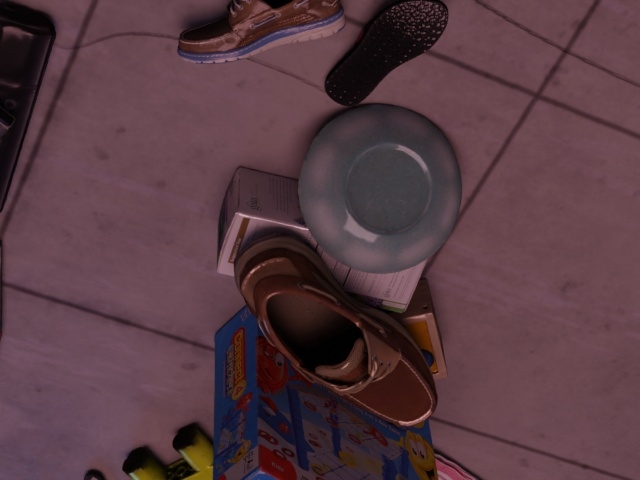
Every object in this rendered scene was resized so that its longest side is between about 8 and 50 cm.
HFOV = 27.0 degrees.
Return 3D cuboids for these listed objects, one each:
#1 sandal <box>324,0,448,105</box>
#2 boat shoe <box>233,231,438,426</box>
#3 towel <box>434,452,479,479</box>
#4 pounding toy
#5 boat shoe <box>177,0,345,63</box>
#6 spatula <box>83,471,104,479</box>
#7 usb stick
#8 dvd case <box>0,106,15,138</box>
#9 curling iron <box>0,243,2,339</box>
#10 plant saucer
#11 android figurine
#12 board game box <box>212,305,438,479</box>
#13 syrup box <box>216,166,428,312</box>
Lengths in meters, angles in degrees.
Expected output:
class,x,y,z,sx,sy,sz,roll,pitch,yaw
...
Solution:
class,x,y,z,sx,sy,sz,roll,pitch,yaw
sandal,0.069,-0.215,1.459,0.067,0.040,0.179,35,132,-19
boat shoe,0.022,0.128,1.532,0.123,0.116,0.324,-42,120,15
towel,0.136,0.386,1.911,0.144,0.029,0.197,36,117,-25
pounding toy,0.082,0.120,1.664,0.130,0.100,0.141,-12,126,6
boat shoe,-0.068,-0.240,1.416,0.183,0.066,0.066,-16,122,-4
spatula,-0.291,0.443,1.927,0.084,0.030,0.296,-8,126,6
usb stick,-0.363,-0.136,1.484,0.077,0.045,0.278,12,125,-20
dvd case,-0.477,-0.148,1.445,0.238,0.029,0.179,40,121,-16
curling iron,-0.430,0.115,1.671,0.068,0.035,0.274,13,125,-13
plant saucer,0.073,-0.058,1.506,0.195,0.037,0.195,0,92,-13
android figurine,-0.151,0.376,1.873,0.248,0.056,0.273,-25,122,15
board game box,0.012,0.261,1.641,0.308,0.302,0.086,34,118,-25
syrup box,0.000,0.000,1.575,0.237,0.093,0.096,12,126,-12
